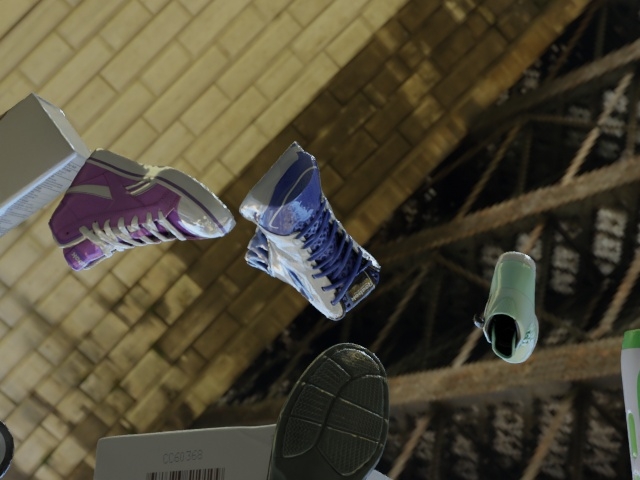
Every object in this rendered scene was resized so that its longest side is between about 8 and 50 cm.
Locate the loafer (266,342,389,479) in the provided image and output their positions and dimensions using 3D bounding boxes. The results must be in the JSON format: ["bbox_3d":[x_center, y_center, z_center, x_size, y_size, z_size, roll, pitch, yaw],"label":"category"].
[{"bbox_3d":[-0.012,0.212,0.932,0.084,0.096,0.267,-53,-164,52],"label":"loafer"}]

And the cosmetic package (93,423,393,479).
[{"bbox_3d":[-0.048,0.310,1.145,0.217,0.385,0.156,-9,-116,23],"label":"cosmetic package"}]

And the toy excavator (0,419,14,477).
[{"bbox_3d":[-0.670,0.351,1.581,0.445,0.433,0.222,-14,178,-21],"label":"toy excavator"}]

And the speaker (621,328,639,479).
[{"bbox_3d":[0.447,0.255,1.360,0.131,0.131,0.296,-17,-105,58],"label":"speaker"}]

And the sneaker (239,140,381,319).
[{"bbox_3d":[0.000,0.001,1.487,0.127,0.182,0.315,-50,168,-18],"label":"sneaker"}]

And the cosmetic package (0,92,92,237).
[{"bbox_3d":[-0.492,-0.071,1.610,0.309,0.113,0.160,-37,177,-1],"label":"cosmetic package"}]

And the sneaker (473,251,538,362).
[{"bbox_3d":[0.304,0.155,1.825,0.094,0.256,0.151,9,-131,18],"label":"sneaker"}]

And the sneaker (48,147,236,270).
[{"bbox_3d":[-0.235,-0.013,1.388,0.282,0.102,0.161,15,-117,44],"label":"sneaker"}]
